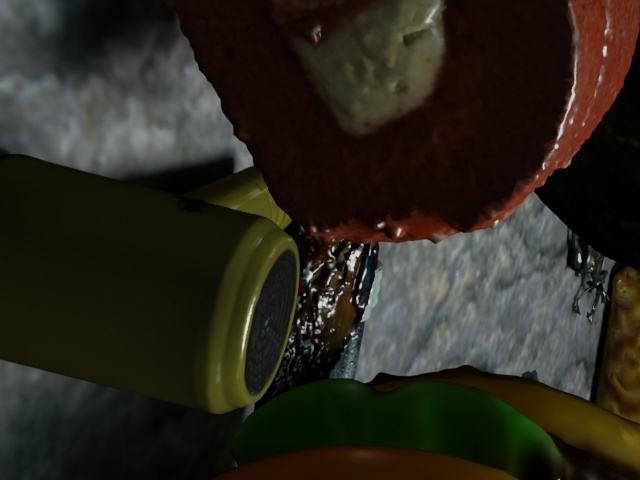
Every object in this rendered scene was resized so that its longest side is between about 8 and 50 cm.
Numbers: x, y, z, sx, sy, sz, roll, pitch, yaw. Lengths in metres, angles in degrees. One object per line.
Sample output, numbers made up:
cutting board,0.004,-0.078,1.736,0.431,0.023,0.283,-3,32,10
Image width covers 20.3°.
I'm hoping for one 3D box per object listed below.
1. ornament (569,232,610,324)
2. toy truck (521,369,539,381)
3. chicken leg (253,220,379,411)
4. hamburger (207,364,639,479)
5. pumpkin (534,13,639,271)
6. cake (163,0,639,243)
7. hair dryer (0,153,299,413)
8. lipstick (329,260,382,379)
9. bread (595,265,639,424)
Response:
ornament,0.247,0.023,1.645,0.073,0.028,0.125,-41,137,-54
toy truck,0.219,0.254,1.492,0.338,0.133,0.184,48,22,-35
chicken leg,0.000,0.000,1.046,0.105,0.063,0.233,0,104,-61
hamburger,0.062,0.279,0.931,0.277,0.396,0.395,-22,122,-66
pumpkin,0.243,-0.185,1.021,0.344,0.454,0.454,-24,134,-16
cake,0.033,-0.140,0.813,0.283,0.177,0.151,62,30,0
hair dryer,-0.057,0.003,0.862,0.279,0.135,0.090,-32,132,-71
lipstick,0.014,0.066,1.151,0.037,0.037,0.116,-30,133,-59
bread,0.348,0.118,1.836,0.181,0.096,0.222,-25,123,-61
